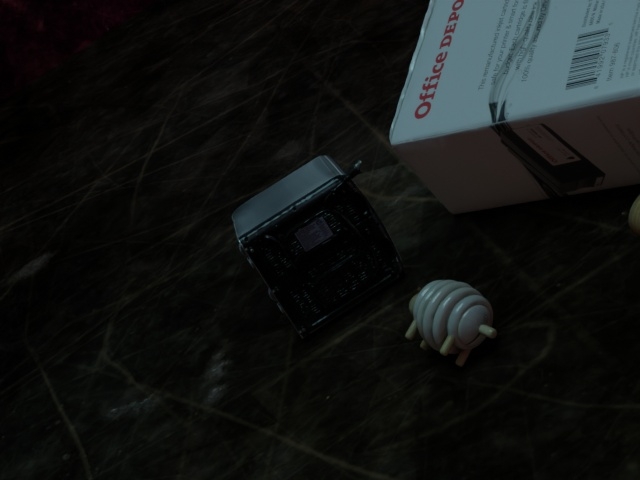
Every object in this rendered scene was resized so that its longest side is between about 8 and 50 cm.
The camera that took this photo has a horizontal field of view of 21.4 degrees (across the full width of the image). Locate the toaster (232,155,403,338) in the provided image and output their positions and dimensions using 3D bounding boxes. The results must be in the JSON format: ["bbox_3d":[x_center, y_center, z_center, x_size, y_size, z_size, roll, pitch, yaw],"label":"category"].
[{"bbox_3d":[0.000,0.000,2.112,0.186,0.168,0.110,-33,26,0],"label":"toaster"}]

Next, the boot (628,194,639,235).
[{"bbox_3d":[0.490,-0.076,1.815,0.295,0.104,0.211,-45,35,-18],"label":"boot"}]

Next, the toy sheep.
[{"bbox_3d":[0.149,0.089,1.900,0.132,0.091,0.091,24,59,43],"label":"toy sheep"}]

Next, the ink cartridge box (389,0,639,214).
[{"bbox_3d":[0.313,-0.211,2.081,0.395,0.166,0.285,-9,48,38],"label":"ink cartridge box"}]
